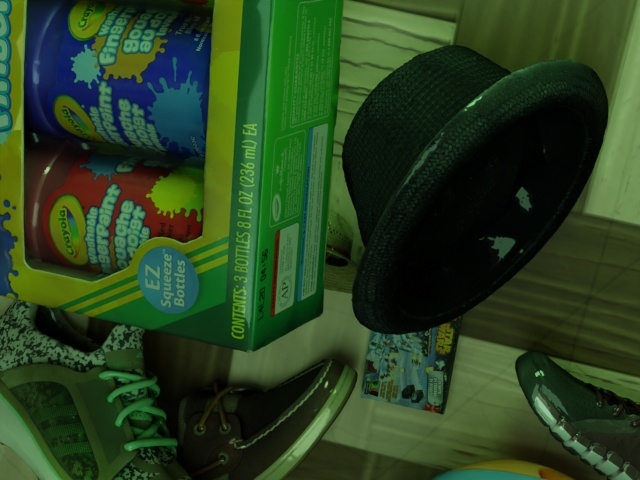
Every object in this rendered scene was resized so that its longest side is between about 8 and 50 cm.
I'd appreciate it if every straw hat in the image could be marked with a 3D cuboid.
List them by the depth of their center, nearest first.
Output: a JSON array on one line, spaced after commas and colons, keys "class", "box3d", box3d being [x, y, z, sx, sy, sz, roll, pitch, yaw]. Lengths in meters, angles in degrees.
[{"class": "straw hat", "box3d": [0.000, 0.000, 1.689, 0.145, 0.144, 0.061, 16, 72, 5]}]

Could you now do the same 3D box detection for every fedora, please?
[{"class": "fedora", "box3d": [0.121, -0.069, 1.568, 0.152, 0.334, 0.334, 49, 118, 28]}]

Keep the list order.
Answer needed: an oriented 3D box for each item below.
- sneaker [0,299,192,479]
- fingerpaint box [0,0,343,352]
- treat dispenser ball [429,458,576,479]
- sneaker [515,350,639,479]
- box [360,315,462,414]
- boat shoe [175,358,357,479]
[{"class": "sneaker", "box3d": [-0.225, 0.180, 1.716, 0.410, 0.158, 0.182, 34, 100, 23]}, {"class": "fingerpaint box", "box3d": [-0.179, -0.154, 1.532, 0.371, 0.163, 0.444, 12, 107, 24]}, {"class": "treat dispenser ball", "box3d": [0.191, 0.370, 1.680, 0.288, 0.288, 0.288, 4, 113, 10]}, {"class": "sneaker", "box3d": [0.342, 0.176, 1.682, 0.162, 0.106, 0.281, -41, 109, 18]}, {"class": "box", "box3d": [0.099, 0.113, 1.736, 0.094, 0.027, 0.137, 12, 114, 8]}, {"class": "boat shoe", "box3d": [-0.109, 0.219, 1.775, 0.342, 0.123, 0.123, -38, 102, 29]}]
